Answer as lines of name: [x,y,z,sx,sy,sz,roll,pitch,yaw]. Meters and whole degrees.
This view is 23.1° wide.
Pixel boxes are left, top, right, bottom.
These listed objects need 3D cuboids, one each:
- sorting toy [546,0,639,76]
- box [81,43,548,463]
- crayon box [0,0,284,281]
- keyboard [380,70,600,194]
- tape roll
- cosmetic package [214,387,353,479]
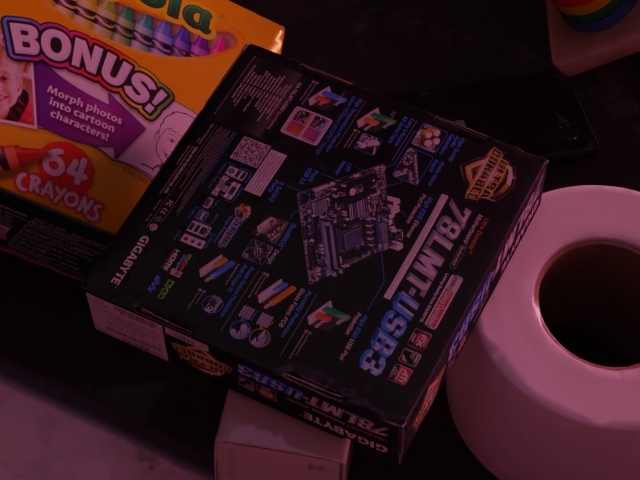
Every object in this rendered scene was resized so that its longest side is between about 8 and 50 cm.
sorting toy: [0.342,-0.334,1.648,0.257,0.089,0.255,-19,51,26]
box: [0.000,0.000,1.313,0.293,0.073,0.295,23,59,14]
crayon box: [-0.230,-0.134,1.464,0.363,0.106,0.313,24,55,-22]
keyboard: [0.129,-0.078,1.585,0.317,0.033,0.201,-9,52,-9]
tape roll: [0.241,0.096,1.397,0.246,0.169,0.246,2,57,-3]
cosmetic package: [-0.008,0.085,1.395,0.113,0.160,0.309,10,56,4]
